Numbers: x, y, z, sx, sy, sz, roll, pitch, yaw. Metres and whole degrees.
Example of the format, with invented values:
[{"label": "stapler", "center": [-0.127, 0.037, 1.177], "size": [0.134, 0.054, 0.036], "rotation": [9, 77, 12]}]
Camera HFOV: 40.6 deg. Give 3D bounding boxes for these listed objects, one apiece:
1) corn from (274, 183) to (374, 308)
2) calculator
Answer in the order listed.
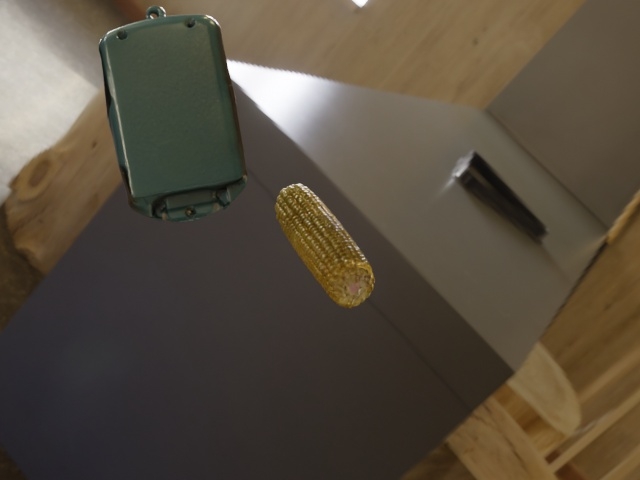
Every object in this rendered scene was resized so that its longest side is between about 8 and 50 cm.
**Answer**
[{"label": "corn", "center": [0.000, 0.000, 1.295], "size": [0.081, 0.081, 0.248], "rotation": [25, 20, -40]}, {"label": "calculator", "center": [-0.197, -0.169, 1.148], "size": [0.051, 0.172, 0.293], "rotation": [126, -46, -86]}]
